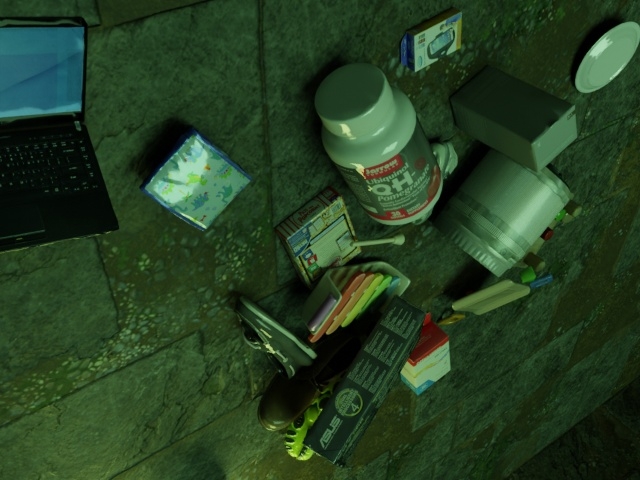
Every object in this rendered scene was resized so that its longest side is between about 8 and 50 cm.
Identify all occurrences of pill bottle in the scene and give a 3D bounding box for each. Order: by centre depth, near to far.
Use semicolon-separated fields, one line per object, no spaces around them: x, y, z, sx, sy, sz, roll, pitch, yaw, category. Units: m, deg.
0.107;-0.177;1.334;0.176;0.176;0.318;-44;143;-4;pill bottle

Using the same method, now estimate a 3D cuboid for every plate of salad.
0.701;-0.453;1.769;0.200;0.048;0.199;-24;146;-17;plate of salad

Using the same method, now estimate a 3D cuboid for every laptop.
-0.389;-0.133;0.922;0.234;0.264;0.137;-13;168;-36;laptop

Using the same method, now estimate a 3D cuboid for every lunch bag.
-0.207;-0.104;1.162;0.128;0.096;0.151;-49;153;3;lunch bag

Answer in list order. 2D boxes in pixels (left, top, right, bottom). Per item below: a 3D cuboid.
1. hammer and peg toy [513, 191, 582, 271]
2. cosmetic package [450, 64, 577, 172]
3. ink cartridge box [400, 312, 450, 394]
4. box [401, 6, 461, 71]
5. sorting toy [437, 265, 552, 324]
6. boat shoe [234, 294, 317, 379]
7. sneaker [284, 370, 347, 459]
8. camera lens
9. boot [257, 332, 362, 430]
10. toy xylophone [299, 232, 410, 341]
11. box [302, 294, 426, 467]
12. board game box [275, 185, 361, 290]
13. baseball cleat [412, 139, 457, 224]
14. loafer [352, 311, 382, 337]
0.592;-0.029;1.979;0.361;0.127;0.265;8;117;-47;hammer and peg toy
0.399;-0.256;1.494;0.127;0.238;0.107;-40;142;-9;cosmetic package
0.294;0.324;2.050;0.134;0.078;0.231;-34;141;-17;ink cartridge box
0.212;-0.381;1.374;0.136;0.028;0.081;-33;141;-21;box
0.472;0.149;2.008;0.348;0.047;0.196;-28;156;24;sorting toy
-0.105;0.222;1.544;0.095;0.112;0.335;-49;147;-5;boat shoe
-0.009;0.418;1.844;0.295;0.110;0.123;-66;167;17;sneaker
0.431;-0.079;1.700;0.274;0.219;0.219;-52;143;6;camera lens
-0.023;0.323;1.684;0.305;0.112;0.115;-41;-177;-18;boot
0.087;0.100;1.593;0.323;0.081;0.236;-15;143;-48;toy xylophone
0.113;0.348;1.717;0.394;0.097;0.318;-56;167;-12;box
0.000;0.000;1.498;0.147;0.045;0.193;-38;142;-13;board game box
0.257;-0.129;1.611;0.110;0.072;0.205;-22;141;-39;baseball cleat
0.144;0.186;1.802;0.148;0.050;0.056;-53;143;8;loafer
